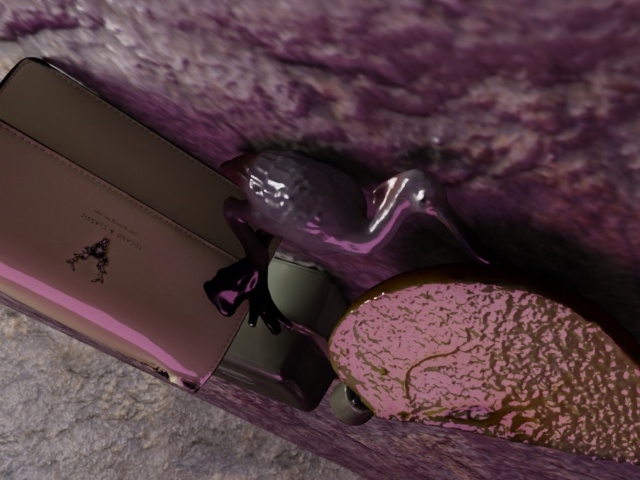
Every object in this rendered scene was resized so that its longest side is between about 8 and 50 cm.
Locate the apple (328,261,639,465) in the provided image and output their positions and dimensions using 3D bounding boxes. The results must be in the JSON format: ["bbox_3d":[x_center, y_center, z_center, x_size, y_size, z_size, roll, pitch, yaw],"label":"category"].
[{"bbox_3d":[0.189,0.122,0.700,0.346,0.179,0.254,8,172,18],"label":"apple"}]

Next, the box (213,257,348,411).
[{"bbox_3d":[-0.099,0.127,1.001,0.290,0.166,0.220,15,156,23],"label":"box"}]

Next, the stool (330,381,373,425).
[{"bbox_3d":[0.074,0.311,1.310,0.096,0.096,0.110,25,150,0],"label":"stool"}]

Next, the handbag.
[{"bbox_3d":[-0.246,-0.008,0.774,0.358,0.237,0.160,32,157,-17],"label":"handbag"}]

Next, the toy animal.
[{"bbox_3d":[0.002,-0.025,0.653,0.324,0.090,0.195,-23,88,38],"label":"toy animal"}]
